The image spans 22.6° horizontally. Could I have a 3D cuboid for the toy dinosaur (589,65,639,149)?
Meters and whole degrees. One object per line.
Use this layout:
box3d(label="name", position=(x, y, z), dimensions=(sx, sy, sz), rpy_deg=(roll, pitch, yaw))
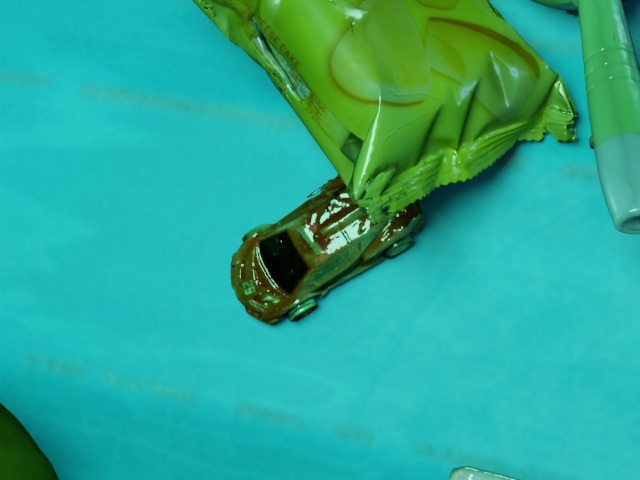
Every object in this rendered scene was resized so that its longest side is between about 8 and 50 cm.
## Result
box3d(label="toy dinosaur", position=(0.265, -0.147, 0.852), dimensions=(0.139, 0.070, 0.286), rpy_deg=(27, 92, -2))

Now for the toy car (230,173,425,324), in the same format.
box3d(label="toy car", position=(0.000, 0.000, 0.913), dimensions=(0.122, 0.035, 0.059), rpy_deg=(-33, 77, 8))

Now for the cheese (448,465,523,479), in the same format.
box3d(label="cheese", position=(0.183, 0.162, 0.819), dimensions=(0.251, 0.054, 0.127), rpy_deg=(13, 86, 20))

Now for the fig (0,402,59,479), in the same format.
box3d(label="fig", position=(-0.287, 0.187, 0.826), dimensions=(0.316, 0.316, 0.316), rpy_deg=(-3, 80, 17))

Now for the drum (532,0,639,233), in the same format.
box3d(label="drum", position=(0.157, -0.133, 0.821), dimensions=(0.130, 0.049, 0.253), rpy_deg=(-48, 41, 32))

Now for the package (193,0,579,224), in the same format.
box3d(label="package", position=(0.027, -0.116, 0.880), dimensions=(0.168, 0.090, 0.226), rpy_deg=(-28, 72, -33))
